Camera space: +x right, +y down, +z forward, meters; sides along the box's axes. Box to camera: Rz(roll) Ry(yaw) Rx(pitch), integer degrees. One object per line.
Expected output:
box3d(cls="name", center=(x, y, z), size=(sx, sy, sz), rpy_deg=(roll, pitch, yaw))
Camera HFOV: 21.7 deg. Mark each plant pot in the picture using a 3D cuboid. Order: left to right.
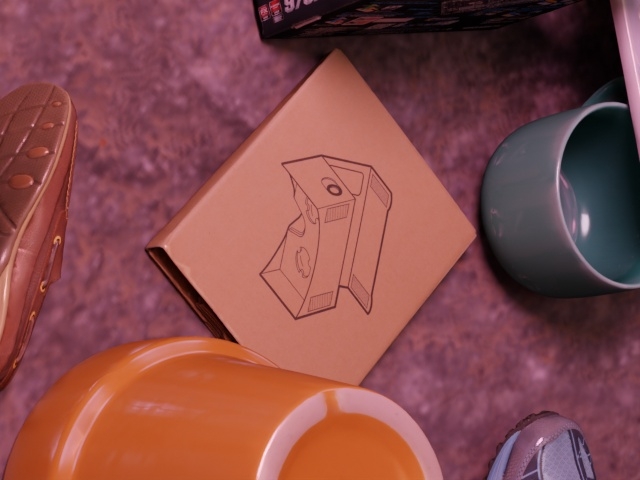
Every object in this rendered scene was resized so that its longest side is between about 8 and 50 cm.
box3d(cls="plant pot", center=(-0.040, 0.149, 0.903), size=(0.205, 0.188, 0.205), rpy_deg=(7, 79, -37))

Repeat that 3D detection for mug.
box3d(cls="mug", center=(0.183, -0.030, 1.165), size=(0.158, 0.097, 0.129), rpy_deg=(-30, 101, -38))

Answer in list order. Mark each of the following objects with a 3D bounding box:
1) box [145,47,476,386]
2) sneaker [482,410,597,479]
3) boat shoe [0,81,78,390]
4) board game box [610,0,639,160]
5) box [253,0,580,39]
box3d(cls="box", center=(0.000, 0.000, 1.066), size=(0.164, 0.021, 0.201), rpy_deg=(53, 56, -19))
box3d(cls="sneaker", center=(0.187, 0.241, 1.105), size=(0.104, 0.125, 0.261), rpy_deg=(-6, 86, -39))
box3d(cls="boat shoe", center=(-0.172, 0.000, 0.913), size=(0.060, 0.064, 0.178), rpy_deg=(48, 53, -59))
box3d(cls="board game box", center=(0.347, -0.201, 1.256), size=(0.390, 0.050, 0.389), rpy_deg=(-3, 81, -44))
box3d(cls="box", center=(0.092, -0.174, 1.068), size=(0.220, 0.175, 0.051), rpy_deg=(-8, 87, -38))
